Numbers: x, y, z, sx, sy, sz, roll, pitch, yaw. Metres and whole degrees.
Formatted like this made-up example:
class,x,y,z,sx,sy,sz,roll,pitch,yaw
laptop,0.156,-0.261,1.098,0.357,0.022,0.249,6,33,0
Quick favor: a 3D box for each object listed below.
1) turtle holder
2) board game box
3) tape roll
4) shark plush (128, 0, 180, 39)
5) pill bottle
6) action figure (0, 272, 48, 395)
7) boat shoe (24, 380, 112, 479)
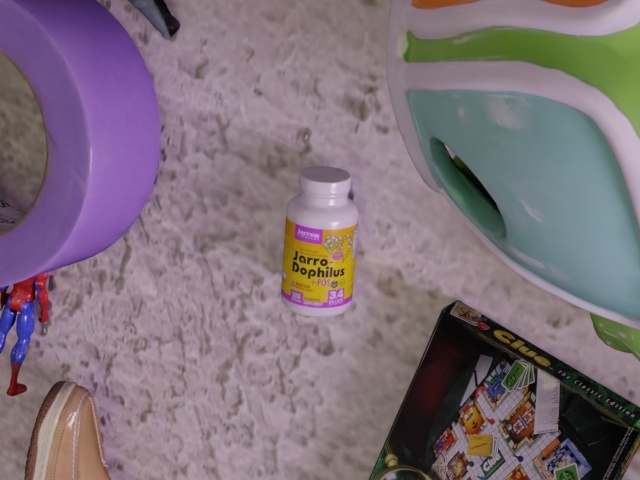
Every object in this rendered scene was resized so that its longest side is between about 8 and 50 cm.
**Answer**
class,x,y,z,sx,sy,sz,roll,pitch,yaw
turtle holder,0.169,-0.073,0.796,0.227,0.320,0.243,3,81,23
board game box,0.088,0.175,1.039,0.136,0.030,0.260,30,119,16
tape roll,-0.200,-0.069,1.080,0.189,0.080,0.189,6,104,27
shark plush,-0.148,-0.186,1.057,0.161,0.073,0.067,30,142,-5
pill bottle,0.000,0.000,1.020,0.043,0.043,0.083,14,113,26
action figure,-0.204,0.046,1.165,0.038,0.030,0.115,22,112,17
boat shoe,-0.157,0.181,1.170,0.072,0.068,0.190,14,123,13
